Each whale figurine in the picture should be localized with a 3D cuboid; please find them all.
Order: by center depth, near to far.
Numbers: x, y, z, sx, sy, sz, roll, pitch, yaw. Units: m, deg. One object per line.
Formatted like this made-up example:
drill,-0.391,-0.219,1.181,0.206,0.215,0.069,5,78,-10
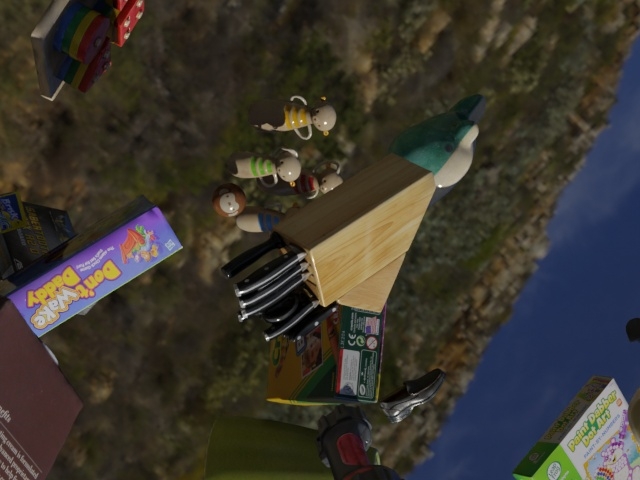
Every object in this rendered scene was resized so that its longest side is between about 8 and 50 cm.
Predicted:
whale figurine,0.222,-0.192,2.186,0.272,0.141,0.216,-58,-170,-31

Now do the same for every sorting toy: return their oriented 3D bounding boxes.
sorting toy,-0.397,-0.384,1.981,0.255,0.089,0.257,-63,-179,-18

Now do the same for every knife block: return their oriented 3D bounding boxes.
knife block,0.000,0.000,1.454,0.088,0.242,0.276,31,-80,45

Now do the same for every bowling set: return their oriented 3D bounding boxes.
bowling set,-0.063,-0.071,1.795,0.154,0.287,0.200,4,-151,28

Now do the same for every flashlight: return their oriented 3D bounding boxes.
flashlight,0.063,0.340,1.717,0.304,0.103,0.103,-114,-148,-72

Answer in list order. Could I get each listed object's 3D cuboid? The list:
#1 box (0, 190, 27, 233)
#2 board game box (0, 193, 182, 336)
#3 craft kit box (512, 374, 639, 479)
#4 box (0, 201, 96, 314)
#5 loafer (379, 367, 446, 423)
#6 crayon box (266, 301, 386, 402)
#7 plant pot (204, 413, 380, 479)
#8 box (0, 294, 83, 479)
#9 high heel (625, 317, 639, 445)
box,-0.539,-0.036,1.781,0.168,0.059,0.054,-8,-171,40
board game box,-0.396,0.057,1.766,0.347,0.078,0.233,-32,-167,-8
craft kit box,0.475,0.407,1.958,0.250,0.247,0.061,-44,-160,-25
box,-0.539,0.028,2.143,0.056,0.183,0.231,-45,-126,26
loafer,0.211,0.345,2.572,0.170,0.061,0.062,-39,-156,-6
crayon box,0.011,0.142,2.252,0.313,0.106,0.363,-17,-115,61
plant pot,-0.039,0.455,2.078,0.293,0.275,0.275,-3,-144,9
box,-0.334,0.162,0.925,0.167,0.168,0.203,6,-128,22
high heel,0.587,0.266,1.883,0.093,0.186,0.261,-18,-115,36
